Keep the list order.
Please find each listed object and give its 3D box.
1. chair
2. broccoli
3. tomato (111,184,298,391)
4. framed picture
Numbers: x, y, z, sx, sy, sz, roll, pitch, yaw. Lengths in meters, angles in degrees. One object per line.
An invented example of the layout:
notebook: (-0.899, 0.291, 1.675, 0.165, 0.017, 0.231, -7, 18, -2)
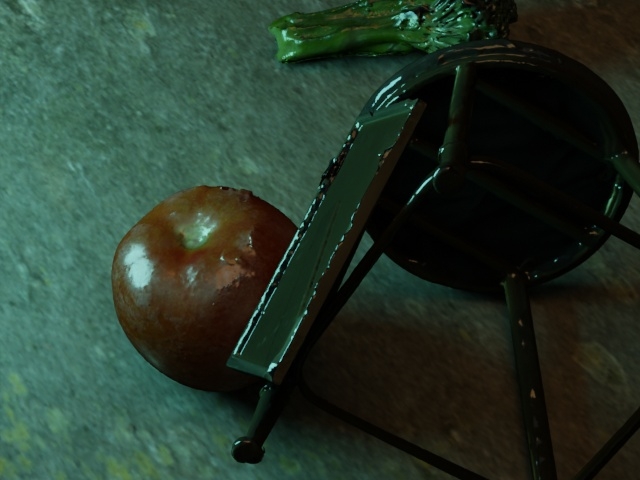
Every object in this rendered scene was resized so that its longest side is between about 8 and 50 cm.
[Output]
chair: (0.168, 0.032, 1.655, 0.365, 0.362, 0.410, 26, 31, -15)
broccoli: (0.088, -0.264, 2.115, 0.304, 0.145, 0.165, -8, 42, 9)
tomato: (-0.106, 0.052, 1.766, 0.208, 0.184, 0.208, -9, 46, 9)
framed picture: (0.000, 0.000, 1.576, 0.019, 0.209, 0.281, 29, 85, -11)
